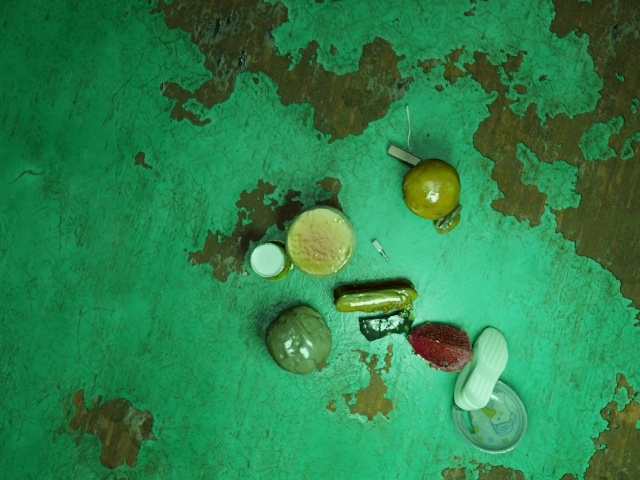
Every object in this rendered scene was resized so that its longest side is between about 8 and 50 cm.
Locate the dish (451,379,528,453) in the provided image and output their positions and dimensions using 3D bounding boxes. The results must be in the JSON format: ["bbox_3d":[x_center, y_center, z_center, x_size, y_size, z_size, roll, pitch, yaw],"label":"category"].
[{"bbox_3d":[0.666,0.698,1.615,0.273,0.134,0.274,-10,56,16],"label":"dish"}]

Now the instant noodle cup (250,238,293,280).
[{"bbox_3d":[-0.207,0.082,1.682,0.182,0.144,0.183,0,88,3],"label":"instant noodle cup"}]

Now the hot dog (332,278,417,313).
[{"bbox_3d":[0.220,0.238,1.652,0.348,0.158,0.117,-6,106,0],"label":"hot dog"}]

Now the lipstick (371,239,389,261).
[{"bbox_3d":[0.256,0.045,1.715,0.025,0.025,0.107,-37,93,2],"label":"lipstick"}]

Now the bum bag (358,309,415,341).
[{"bbox_3d":[0.278,0.350,1.686,0.232,0.060,0.107,-12,96,5],"label":"bum bag"}]

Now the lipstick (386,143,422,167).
[{"bbox_3d":[0.353,-0.352,1.712,0.145,0.045,0.045,28,92,3],"label":"lipstick"}]

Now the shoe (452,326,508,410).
[{"bbox_3d":[0.620,0.515,1.605,0.131,0.160,0.363,33,54,9],"label":"shoe"}]

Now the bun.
[{"bbox_3d":[0.000,0.000,1.662,0.298,0.165,0.299,0,94,4],"label":"bun"}]

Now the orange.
[{"bbox_3d":[0.438,-0.203,1.610,0.239,0.240,0.240,0,88,4],"label":"orange"}]

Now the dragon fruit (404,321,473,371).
[{"bbox_3d":[0.487,0.433,1.644,0.273,0.126,0.161,9,119,33],"label":"dragon fruit"}]

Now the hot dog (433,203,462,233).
[{"bbox_3d":[0.532,-0.089,1.685,0.140,0.060,0.090,-37,91,-2],"label":"hot dog"}]

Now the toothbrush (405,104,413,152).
[{"bbox_3d":[0.374,-0.474,1.729,0.022,0.017,0.204,-5,88,14],"label":"toothbrush"}]

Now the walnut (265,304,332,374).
[{"bbox_3d":[-0.086,0.391,1.624,0.272,0.227,0.274,-1,85,8],"label":"walnut"}]
